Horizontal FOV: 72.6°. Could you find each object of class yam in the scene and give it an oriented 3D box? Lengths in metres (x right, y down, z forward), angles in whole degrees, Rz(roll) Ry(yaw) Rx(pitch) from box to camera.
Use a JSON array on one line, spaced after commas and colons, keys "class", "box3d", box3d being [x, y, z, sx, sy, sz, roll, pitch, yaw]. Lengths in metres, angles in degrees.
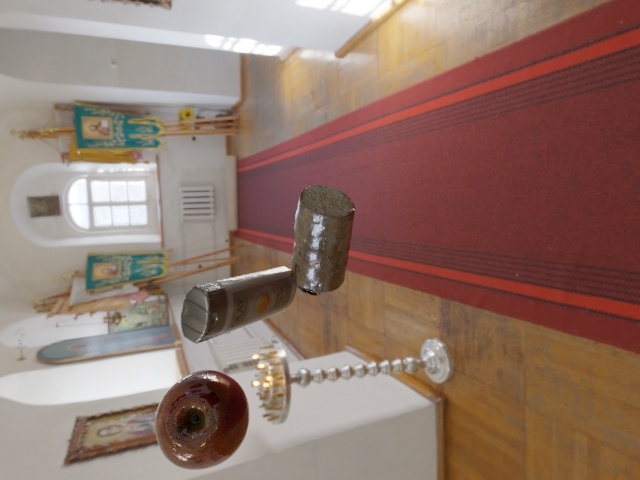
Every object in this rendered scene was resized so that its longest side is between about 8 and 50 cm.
[{"class": "yam", "box3d": [0.003, 0.000, 0.557, 0.084, 0.084, 0.127, -122, 34, -46]}]

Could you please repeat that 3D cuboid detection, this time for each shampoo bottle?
[{"class": "shampoo bottle", "box3d": [-0.122, 0.097, 0.707, 0.055, 0.227, 0.086, 21, 103, 27]}]

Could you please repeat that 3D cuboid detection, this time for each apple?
[{"class": "apple", "box3d": [-0.227, 0.343, 0.846, 0.168, 0.180, 0.181, 87, 168, -66]}]
